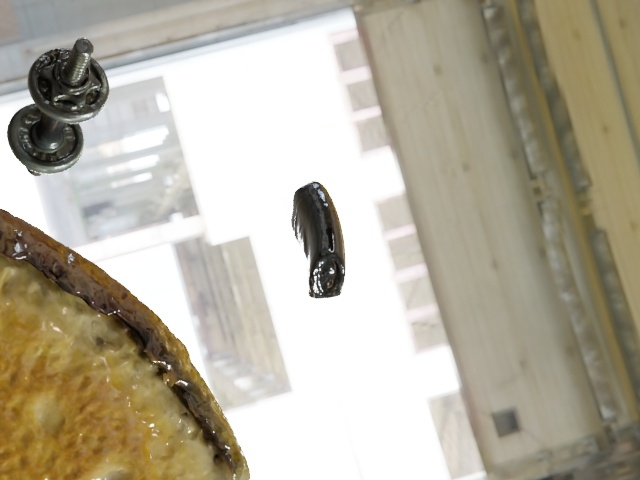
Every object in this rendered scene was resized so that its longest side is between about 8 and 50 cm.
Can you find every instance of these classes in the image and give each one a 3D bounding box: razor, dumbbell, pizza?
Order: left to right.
[{"bbox_3d":[-0.241,0.138,0.898,0.080,0.392,0.435,-136,-132,-72],"label":"pizza"},{"bbox_3d":[-0.262,-0.127,1.233,0.254,0.082,0.081,-46,-123,57],"label":"dumbbell"},{"bbox_3d":[0.000,0.000,1.558,0.148,0.054,0.090,-106,-166,-45],"label":"razor"}]
